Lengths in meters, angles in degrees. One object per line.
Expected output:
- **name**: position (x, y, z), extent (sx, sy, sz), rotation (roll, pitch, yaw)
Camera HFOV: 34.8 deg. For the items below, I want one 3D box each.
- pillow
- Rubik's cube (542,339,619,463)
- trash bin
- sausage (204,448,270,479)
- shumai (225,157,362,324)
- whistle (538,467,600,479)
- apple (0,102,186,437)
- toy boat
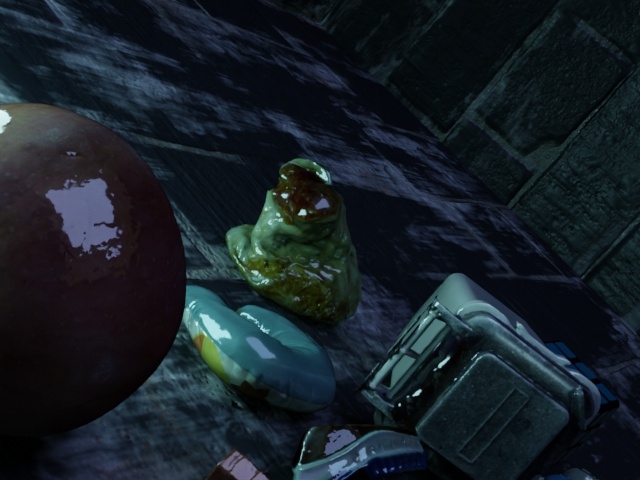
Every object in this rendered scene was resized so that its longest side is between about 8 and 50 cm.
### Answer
- **pillow**: position (-0.076, 0.139, 1.340), extent (0.233, 0.086, 0.214), rotation (20, 21, -49)
- **Rubik's cube**: position (0.393, 0.285, 1.778), extent (0.160, 0.163, 0.162), rotation (49, 24, 25)
- **trash bin**: position (0.219, 0.192, 1.554), extent (0.296, 0.256, 0.367), rotation (36, 13, -8)
- **sausage**: position (-0.047, 0.294, 1.066), extent (0.169, 0.065, 0.065), rotation (43, 19, 6)
- **shumai**: position (0.000, 0.000, 1.622), extent (0.222, 0.203, 0.272), rotation (50, 17, 26)
- **whistle**: position (0.391, 0.405, 1.636), extent (0.114, 0.077, 0.236), rotation (30, 12, 39)
- **apple**: position (-0.272, 0.025, 0.933), extent (0.306, 0.305, 0.235), rotation (46, 26, 17)
- **toy boat**: position (0.052, 0.286, 1.224), extent (0.262, 0.114, 0.115), rotation (18, 60, -50)
